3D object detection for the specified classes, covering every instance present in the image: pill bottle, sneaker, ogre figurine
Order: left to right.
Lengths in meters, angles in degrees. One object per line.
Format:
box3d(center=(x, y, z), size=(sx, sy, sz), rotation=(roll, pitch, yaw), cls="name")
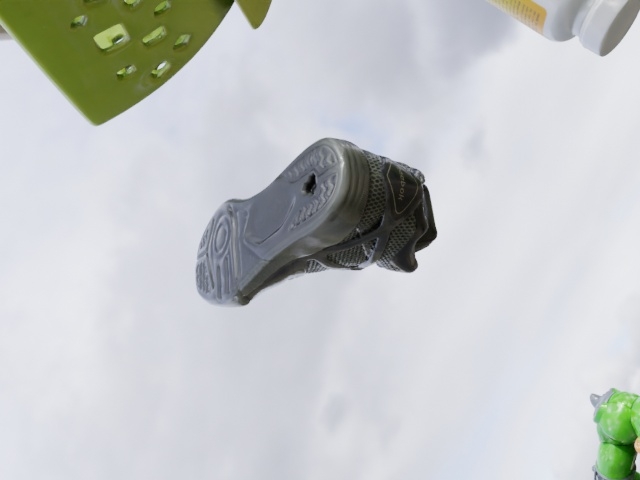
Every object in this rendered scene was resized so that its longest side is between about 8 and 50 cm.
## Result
box3d(center=(0.000, 0.000, 1.046), size=(0.130, 0.227, 0.087), rotation=(13, -119, -33), cls="sneaker")
box3d(center=(0.260, -0.301, 1.616), size=(0.117, 0.208, 0.117), rotation=(-46, -20, -23), cls="pill bottle")
box3d(center=(0.285, 0.163, 1.087), size=(0.097, 0.197, 0.118), rotation=(-39, -67, -19), cls="ogre figurine")

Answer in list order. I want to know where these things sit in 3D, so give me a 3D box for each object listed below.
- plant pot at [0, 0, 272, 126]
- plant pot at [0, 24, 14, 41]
box3d(center=(-0.174, -0.269, 1.181), size=(0.207, 0.228, 0.227), rotation=(-24, -29, 5), cls="plant pot")
box3d(center=(-0.410, -0.379, 1.919), size=(0.256, 0.274, 0.256), rotation=(-173, 90, -83), cls="plant pot")
